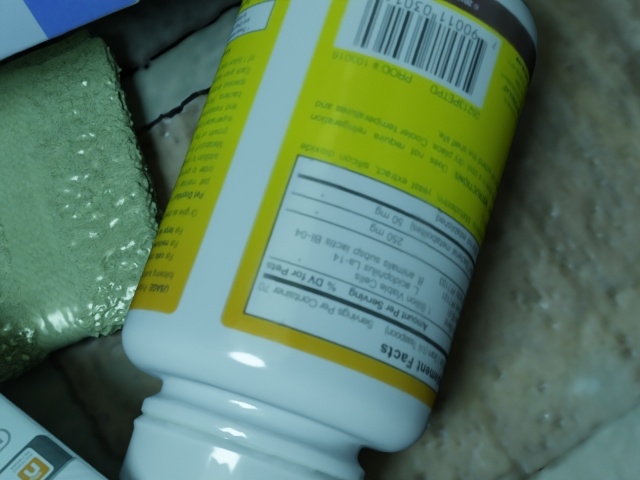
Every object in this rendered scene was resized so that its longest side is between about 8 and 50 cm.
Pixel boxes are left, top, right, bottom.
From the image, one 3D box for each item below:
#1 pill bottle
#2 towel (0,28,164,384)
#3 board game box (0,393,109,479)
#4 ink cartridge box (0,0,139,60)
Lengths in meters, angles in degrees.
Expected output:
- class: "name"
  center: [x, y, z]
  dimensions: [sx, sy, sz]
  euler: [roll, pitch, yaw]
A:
- class: "pill bottle"
  center: [0.000, 0.000, 0.422]
  dimensions: [0.117, 0.117, 0.215]
  euler: [15, 77, 16]
- class: "towel"
  center: [-0.126, -0.018, 0.504]
  dimensions: [0.110, 0.027, 0.148]
  euler: [-22, 69, 4]
- class: "board game box"
  center: [-0.117, 0.182, 0.347]
  dimensions: [0.303, 0.097, 0.224]
  euler: [30, 64, 30]
- class: "ink cartridge box"
  center: [-0.184, -0.127, 0.486]
  dimensions: [0.311, 0.065, 0.186]
  euler: [-19, 40, 6]
